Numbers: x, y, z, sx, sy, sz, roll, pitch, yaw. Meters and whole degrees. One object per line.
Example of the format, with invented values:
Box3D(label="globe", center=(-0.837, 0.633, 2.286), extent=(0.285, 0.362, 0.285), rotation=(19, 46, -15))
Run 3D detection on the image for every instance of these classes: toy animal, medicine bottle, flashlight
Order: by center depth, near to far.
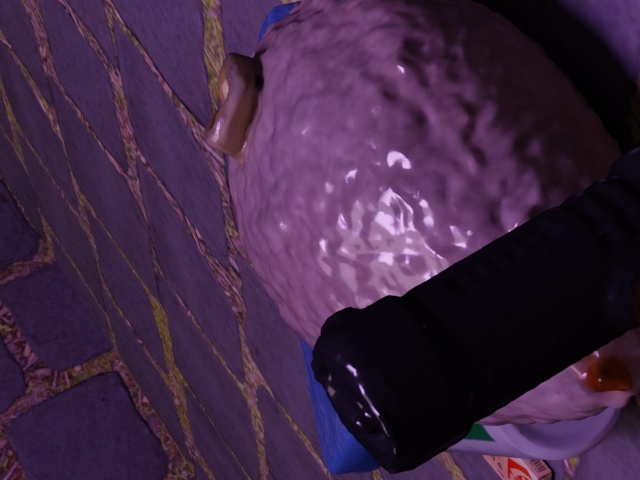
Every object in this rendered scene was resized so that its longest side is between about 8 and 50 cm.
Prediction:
Box3D(label="flashlight", center=(0.108, 0.016, 0.702), extent=(0.093, 0.232, 0.093), rotation=(52, 162, 24))
Box3D(label="toy animal", center=(0.054, -0.023, 0.886), extent=(0.358, 0.188, 0.226), rotation=(36, 156, 55))
Box3D(label="medicine bottle", center=(0.104, 0.094, 1.094), extent=(0.095, 0.095, 0.260), rotation=(63, 162, -3))

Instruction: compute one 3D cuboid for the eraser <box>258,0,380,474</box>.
Box3D(label="eraser", center=(0.000, 0.000, 1.171), extent=(0.144, 0.043, 0.311), rotation=(109, 150, -70))

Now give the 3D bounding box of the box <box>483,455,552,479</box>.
Box3D(label="box", center=(0.137, 0.156, 1.232), extent=(0.093, 0.015, 0.058), rotation=(51, 159, 35))
